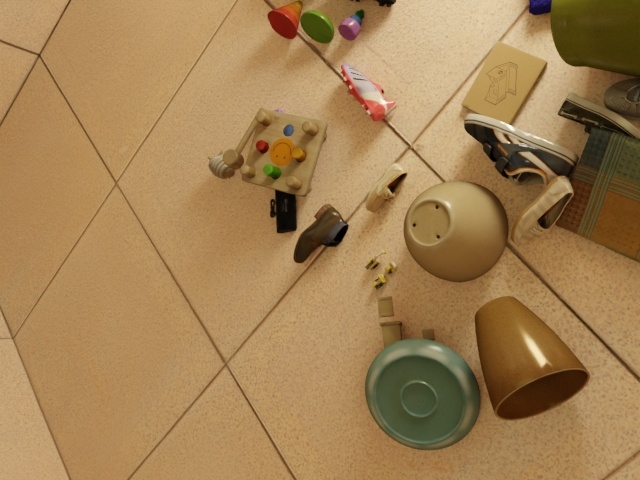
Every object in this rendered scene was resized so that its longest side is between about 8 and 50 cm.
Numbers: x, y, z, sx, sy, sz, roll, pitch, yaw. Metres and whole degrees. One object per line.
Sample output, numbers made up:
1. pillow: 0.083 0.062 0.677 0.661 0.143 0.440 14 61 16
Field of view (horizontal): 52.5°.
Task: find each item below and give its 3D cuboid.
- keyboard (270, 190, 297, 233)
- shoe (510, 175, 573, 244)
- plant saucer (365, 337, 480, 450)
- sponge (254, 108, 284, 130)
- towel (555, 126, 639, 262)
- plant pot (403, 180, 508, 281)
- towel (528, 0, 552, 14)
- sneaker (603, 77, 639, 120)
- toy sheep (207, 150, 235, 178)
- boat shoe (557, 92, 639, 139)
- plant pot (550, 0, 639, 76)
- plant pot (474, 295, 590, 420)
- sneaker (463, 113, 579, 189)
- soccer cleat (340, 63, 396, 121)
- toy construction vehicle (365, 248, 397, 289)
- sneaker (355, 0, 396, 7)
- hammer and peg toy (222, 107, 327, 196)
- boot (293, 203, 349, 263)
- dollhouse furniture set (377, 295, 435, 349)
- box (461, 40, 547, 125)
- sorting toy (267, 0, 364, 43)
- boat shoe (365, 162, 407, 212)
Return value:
1. keyboard: -0.127 -0.115 2.202 0.108 0.023 0.180 -9 78 29
2. shoe: 0.557 -0.063 1.633 0.219 0.077 0.058 -61 35 36
3. plant saucer: 0.269 0.424 1.756 0.318 0.044 0.317 2 98 19
4. sponge: -0.171 -0.344 2.260 0.117 0.031 0.210 -13 76 33
5. towel: 0.761 -0.084 1.505 0.370 0.040 0.271 30 115 36
6. plant pot: 0.336 -0.035 1.749 0.284 0.191 0.284 -6 80 35
7. towel: 0.679 -0.726 1.663 0.308 0.076 0.227 -8 78 35
8. sneaker: 0.797 -0.338 1.498 0.281 0.115 0.105 11 90 37
9. toy sheep: -0.360 -0.272 2.356 0.132 0.091 0.091 37 105 28
10. boat shoe: 0.688 -0.289 1.602 0.219 0.078 0.070 44 108 40
11. plant pot: 0.734 -0.522 1.459 0.353 0.366 0.366 11 90 49
12. plant pot: 0.486 0.270 1.594 0.237 0.237 0.254 -40 49 25
13. sneaker: 0.495 -0.227 1.698 0.321 0.126 0.127 32 97 33
14. soccer cleat: 0.144 -0.472 2.030 0.095 0.083 0.248 -28 59 -2
15. toy construction vehicle: 0.176 0.086 1.944 0.098 0.035 0.086 -44 61 23
16. sneaker: 0.138 -0.832 2.060 0.276 0.098 0.135 25 99 34
17. hammer and peg toy: -0.166 -0.309 2.152 0.361 0.127 0.265 17 90 27
18. boot: 0.000 0.000 2.057 0.106 0.082 0.219 40 105 36
19. dollhouse furniture set: 0.255 0.249 1.852 0.161 0.101 0.181 -7 78 10
20. box: 0.501 -0.429 1.787 0.164 0.021 0.201 38 106 34
21. sorting toy: -0.004 -0.750 2.171 0.366 0.127 0.126 18 65 34
22. boat shoe: 0.198 -0.151 1.943 0.059 0.063 0.170 44 108 38
